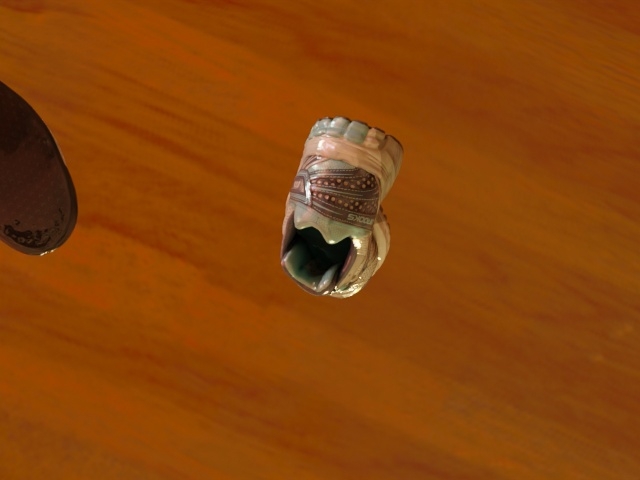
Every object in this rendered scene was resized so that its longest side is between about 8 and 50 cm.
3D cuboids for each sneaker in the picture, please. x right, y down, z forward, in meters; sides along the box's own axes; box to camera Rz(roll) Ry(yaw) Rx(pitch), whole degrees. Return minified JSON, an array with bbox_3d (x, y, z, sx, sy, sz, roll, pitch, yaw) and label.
[{"bbox_3d":[-0.292,-0.093,1.076,0.090,0.145,0.270,-39,83,-9],"label":"sneaker"},{"bbox_3d":[0.000,0.000,1.155,0.110,0.283,0.122,19,66,9],"label":"sneaker"}]
